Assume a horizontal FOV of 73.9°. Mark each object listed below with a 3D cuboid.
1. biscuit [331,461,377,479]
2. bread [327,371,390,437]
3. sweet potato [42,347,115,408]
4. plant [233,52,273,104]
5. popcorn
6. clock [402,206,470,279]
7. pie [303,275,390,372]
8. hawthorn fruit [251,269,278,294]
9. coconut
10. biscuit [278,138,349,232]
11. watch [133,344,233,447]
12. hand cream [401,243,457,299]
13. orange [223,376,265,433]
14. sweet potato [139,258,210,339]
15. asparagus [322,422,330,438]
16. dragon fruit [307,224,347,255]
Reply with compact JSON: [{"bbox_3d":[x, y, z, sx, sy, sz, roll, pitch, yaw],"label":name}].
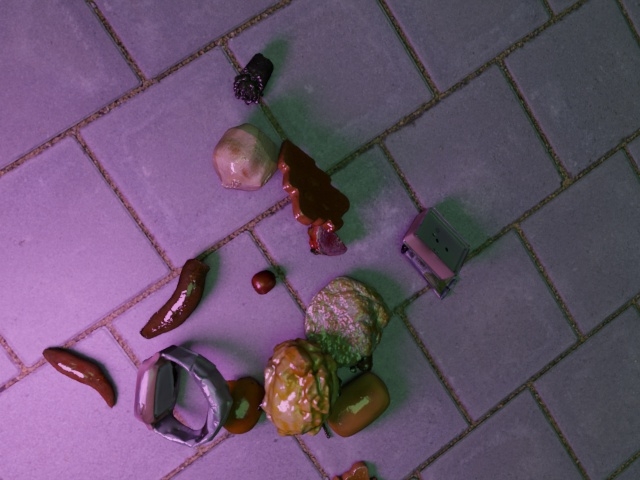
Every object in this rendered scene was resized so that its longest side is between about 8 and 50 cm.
[{"bbox_3d":[0.126,0.844,1.378,0.238,0.041,0.212,40,80,-9],"label":"biscuit"},{"bbox_3d":[0.119,0.520,1.335,0.217,0.098,0.147,-37,101,-5],"label":"bread"},{"bbox_3d":[-0.678,0.382,1.217,0.255,0.058,0.078,42,102,-11],"label":"sweet potato"},{"bbox_3d":[-0.195,-0.469,1.245,0.094,0.092,0.143,35,81,-17],"label":"plant"},{"bbox_3d":[-0.065,0.423,1.228,0.215,0.252,0.286,8,97,-22],"label":"popcorn"},{"bbox_3d":[0.366,0.009,1.336,0.192,0.071,0.147,44,54,-9],"label":"clock"},{"bbox_3d":[0.077,0.255,1.313,0.257,0.105,0.274,22,88,-1],"label":"pie"},{"bbox_3d":[-0.172,0.124,1.282,0.077,0.077,0.077,0,93,-9],"label":"hawthorn fruit"},{"bbox_3d":[-0.217,-0.223,1.205,0.194,0.194,0.194,0,93,-9],"label":"coconut"},{"bbox_3d":[-0.033,-0.158,1.234,0.043,0.284,0.306,-36,80,33],"label":"biscuit"},{"bbox_3d":[-0.370,0.436,1.183,0.241,0.162,0.253,6,93,11],"label":"watch"},{"bbox_3d":[0.345,0.088,1.381,0.235,0.055,0.086,43,83,-15],"label":"hand cream"},{"bbox_3d":[-0.237,0.498,1.272,0.160,0.112,0.170,-31,109,-7],"label":"orange"},{"bbox_3d":[-0.418,0.181,1.245,0.112,0.085,0.286,41,97,25],"label":"sweet potato"},{"bbox_3d":[0.001,0.577,1.357,0.018,0.015,0.127,-28,96,2],"label":"asparagus"},{"bbox_3d":[0.000,0.000,1.293,0.096,0.102,0.147,-40,103,-3],"label":"dragon fruit"}]
